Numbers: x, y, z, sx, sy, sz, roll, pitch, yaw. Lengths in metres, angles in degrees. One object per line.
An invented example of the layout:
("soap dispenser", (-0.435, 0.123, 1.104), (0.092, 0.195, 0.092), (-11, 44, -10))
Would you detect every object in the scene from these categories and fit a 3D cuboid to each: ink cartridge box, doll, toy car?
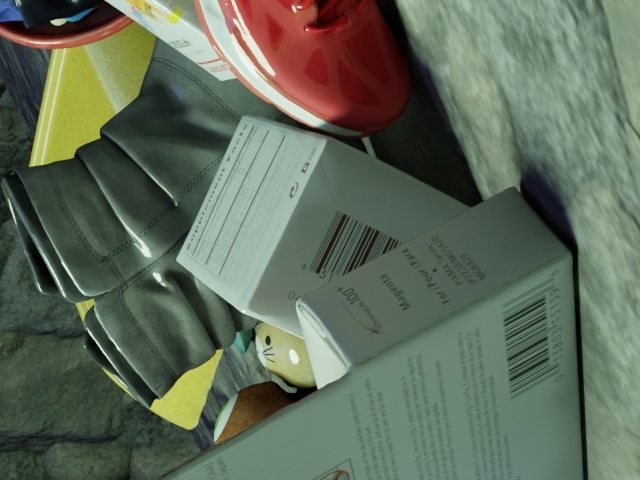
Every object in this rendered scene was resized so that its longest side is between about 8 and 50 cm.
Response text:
("ink cartridge box", (0.025, 0.129, 0.859), (0.060, 0.239, 0.275), (53, 164, 39))
("doll", (-0.197, -0.169, 1.117), (0.129, 0.189, 0.046), (121, 140, -84))
("ink cartridge box", (-0.073, -0.146, 0.945), (0.181, 0.061, 0.104), (33, 175, -14))
("toy car", (-0.025, 0.090, 1.298), (0.155, 0.149, 0.188), (-160, 57, -83))

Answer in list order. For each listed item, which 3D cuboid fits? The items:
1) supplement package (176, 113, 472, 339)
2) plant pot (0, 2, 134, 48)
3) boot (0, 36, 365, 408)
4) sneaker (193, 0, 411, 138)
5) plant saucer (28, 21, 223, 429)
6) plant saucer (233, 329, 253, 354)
("supplement package", (0.000, 0.000, 0.940), (0.105, 0.105, 0.179), (25, -179, -18))
("plant pot", (-0.204, -0.254, 1.219), (0.191, 0.191, 0.174), (58, 175, 28))
("boot", (-0.108, -0.078, 1.051), (0.338, 0.223, 0.118), (65, 169, -3))
("sneaker", (-0.009, -0.145, 0.817), (0.221, 0.087, 0.128), (46, 153, -19))
("plant saucer", (-0.171, -0.048, 1.434), (0.333, 0.081, 0.332), (62, 148, 33))
("plant saucer", (-0.106, 0.074, 1.891), (0.119, 0.021, 0.119), (61, 168, 22))
